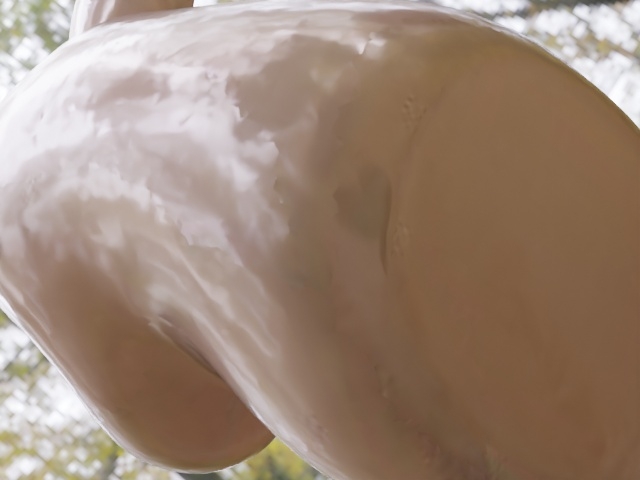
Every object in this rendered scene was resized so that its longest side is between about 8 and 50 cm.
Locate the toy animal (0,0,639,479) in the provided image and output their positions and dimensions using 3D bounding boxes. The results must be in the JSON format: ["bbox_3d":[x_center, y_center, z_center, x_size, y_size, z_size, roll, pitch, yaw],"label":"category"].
[{"bbox_3d":[-0.002,0.001,0.621,0.213,0.256,0.195,53,-126,-33],"label":"toy animal"}]
